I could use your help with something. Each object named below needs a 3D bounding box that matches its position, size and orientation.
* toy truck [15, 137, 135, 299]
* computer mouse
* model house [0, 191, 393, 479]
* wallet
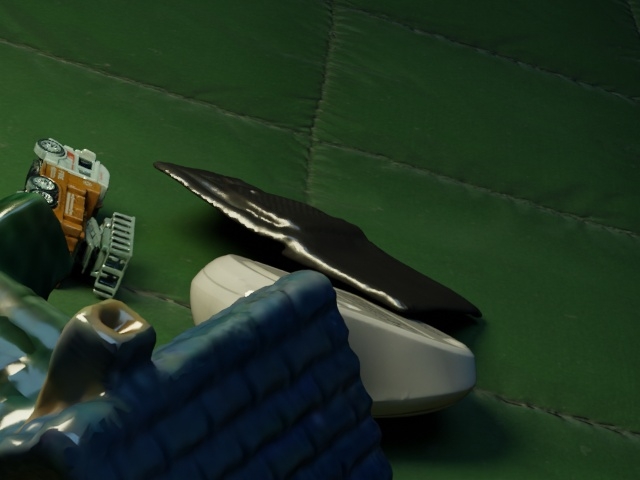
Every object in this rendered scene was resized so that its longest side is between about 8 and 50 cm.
[{"bbox_3d":[-0.247,-0.025,1.962,0.115,0.080,0.177,19,27,-14],"label":"toy truck"},{"bbox_3d":[0.007,0.107,1.839,0.297,0.121,0.184,22,1,-42],"label":"computer mouse"},{"bbox_3d":[-0.184,0.150,1.320,0.445,0.400,0.395,29,30,20],"label":"model house"},{"bbox_3d":[0.000,0.000,2.065,0.323,0.041,0.247,31,10,21],"label":"wallet"}]
